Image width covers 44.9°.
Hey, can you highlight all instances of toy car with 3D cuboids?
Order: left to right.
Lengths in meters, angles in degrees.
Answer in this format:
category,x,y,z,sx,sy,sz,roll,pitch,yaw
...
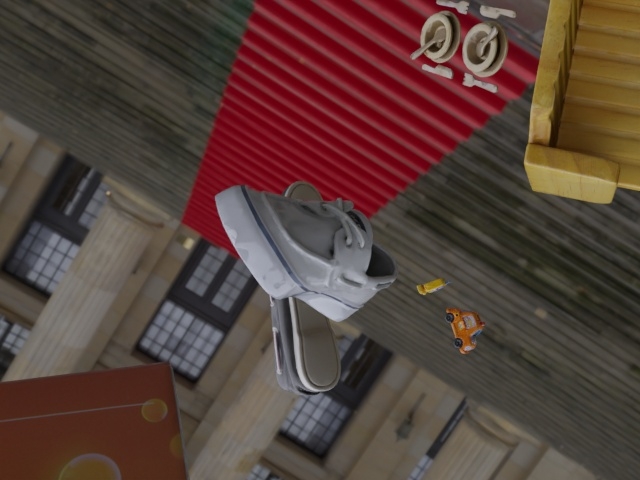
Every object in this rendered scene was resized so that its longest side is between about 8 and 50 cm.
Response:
category,x,y,z,sx,sy,sz,roll,pitch,yaw
toy car,0.157,0.087,0.891,0.122,0.041,0.060,40,-146,-51

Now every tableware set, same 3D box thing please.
category,x,y,z,sx,sy,sz,roll,pitch,yaw
tableware set,0.223,-0.322,1.260,0.039,0.128,0.194,-3,-157,-34

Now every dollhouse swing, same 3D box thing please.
category,x,y,z,sx,sy,sz,roll,pitch,yaw
dollhouse swing,0.462,-0.225,1.042,0.305,0.346,0.315,11,178,19

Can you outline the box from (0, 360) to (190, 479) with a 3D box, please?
category,x,y,z,sx,sy,sz,roll,pitch,yaw
box,-0.164,0.263,0.408,0.215,0.168,0.345,-5,-129,-17

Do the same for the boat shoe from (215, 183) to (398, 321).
category,x,y,z,sx,sy,sz,roll,pitch,yaw
boat shoe,0.000,0.000,0.640,0.095,0.084,0.258,63,-169,19

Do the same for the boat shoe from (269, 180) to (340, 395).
category,x,y,z,sx,sy,sz,roll,pitch,yaw
boat shoe,-0.043,0.076,1.217,0.112,0.335,0.096,6,163,-41
